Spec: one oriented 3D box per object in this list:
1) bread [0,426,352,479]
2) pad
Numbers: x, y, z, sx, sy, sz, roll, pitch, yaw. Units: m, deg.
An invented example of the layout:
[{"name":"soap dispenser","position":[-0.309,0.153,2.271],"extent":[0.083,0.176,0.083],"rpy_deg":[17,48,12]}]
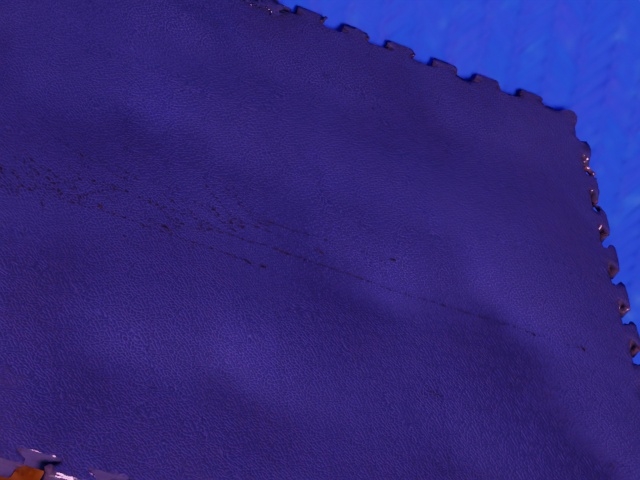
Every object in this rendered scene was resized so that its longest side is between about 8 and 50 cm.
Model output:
[{"name":"bread","position":[-0.064,0.169,0.630],"extent":[0.250,0.225,0.279],"rpy_deg":[18,101,-19]},{"name":"pad","position":[0.000,0.000,0.579],"extent":[0.269,0.269,0.012],"rpy_deg":[20,129,-20]}]
